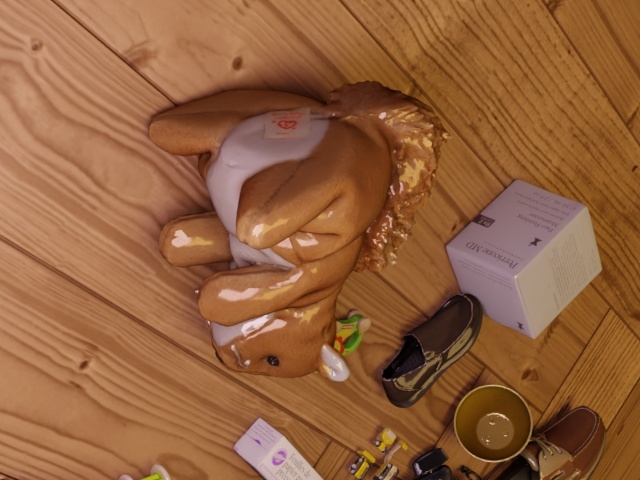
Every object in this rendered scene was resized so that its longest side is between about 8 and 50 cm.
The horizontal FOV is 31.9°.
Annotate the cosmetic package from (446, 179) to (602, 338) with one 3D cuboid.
[{"bbox_3d":[0.332,0.029,1.816,0.184,0.151,0.151,-42,132,-21],"label":"cosmetic package"}]

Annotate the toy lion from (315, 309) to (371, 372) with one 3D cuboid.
[{"bbox_3d":[0.021,0.155,1.685,0.100,0.034,0.096,-2,118,-42],"label":"toy lion"}]

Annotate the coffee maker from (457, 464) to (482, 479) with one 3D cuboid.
[{"bbox_3d":[0.255,0.533,2.000,0.120,0.171,0.178,30,112,-10],"label":"coffee maker"}]

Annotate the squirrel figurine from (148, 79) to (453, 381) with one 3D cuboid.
[{"bbox_3d":[0.000,0.000,1.429,0.397,0.281,0.370,-27,132,-27],"label":"squirrel figurine"}]

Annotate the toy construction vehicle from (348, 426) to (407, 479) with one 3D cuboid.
[{"bbox_3d":[0.094,0.359,1.849,0.086,0.035,0.098,43,76,-33],"label":"toy construction vehicle"}]

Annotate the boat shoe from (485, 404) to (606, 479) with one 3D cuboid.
[{"bbox_3d":[0.412,0.430,2.105,0.324,0.123,0.120,-43,129,-19],"label":"boat shoe"}]

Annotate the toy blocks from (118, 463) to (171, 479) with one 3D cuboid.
[{"bbox_3d":[-0.275,0.376,1.504,0.148,0.054,0.123,-15,120,-36],"label":"toy blocks"}]

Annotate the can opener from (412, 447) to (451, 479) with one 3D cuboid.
[{"bbox_3d":[0.152,0.429,1.924,0.186,0.073,0.059,-28,165,-26],"label":"can opener"}]

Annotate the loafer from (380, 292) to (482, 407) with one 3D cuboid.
[{"bbox_3d":[0.177,0.168,1.793,0.220,0.080,0.078,-52,135,-10],"label":"loafer"}]

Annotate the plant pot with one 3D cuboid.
[{"bbox_3d":[0.306,0.328,1.967,0.134,0.134,0.095,-54,160,-8],"label":"plant pot"}]

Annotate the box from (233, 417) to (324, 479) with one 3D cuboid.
[{"bbox_3d":[-0.023,0.389,1.730,0.063,0.067,0.324,-48,135,-14],"label":"box"}]
